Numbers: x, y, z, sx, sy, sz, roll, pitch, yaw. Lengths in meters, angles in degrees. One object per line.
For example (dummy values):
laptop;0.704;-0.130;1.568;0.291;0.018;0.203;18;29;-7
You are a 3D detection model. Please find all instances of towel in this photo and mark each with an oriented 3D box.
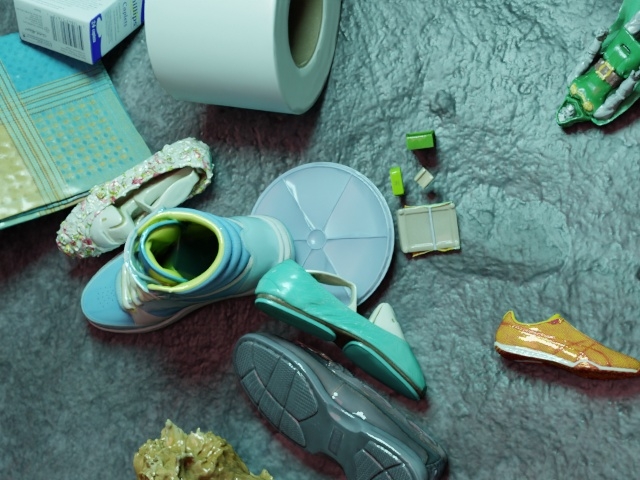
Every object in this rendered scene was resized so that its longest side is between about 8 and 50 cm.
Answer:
towel;-0.439;-0.140;1.550;0.370;0.040;0.271;-22;73;-23

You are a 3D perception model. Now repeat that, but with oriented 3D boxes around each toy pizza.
toy pizza;0.000;0.000;1.498;0.201;0.032;0.201;-3;82;19

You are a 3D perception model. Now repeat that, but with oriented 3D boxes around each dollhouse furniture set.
dollhouse furniture set;0.130;-0.060;1.475;0.076;0.058;0.152;-8;98;8

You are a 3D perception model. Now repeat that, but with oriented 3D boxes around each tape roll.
tape roll;-0.092;-0.288;1.462;0.169;0.246;0.246;8;84;17

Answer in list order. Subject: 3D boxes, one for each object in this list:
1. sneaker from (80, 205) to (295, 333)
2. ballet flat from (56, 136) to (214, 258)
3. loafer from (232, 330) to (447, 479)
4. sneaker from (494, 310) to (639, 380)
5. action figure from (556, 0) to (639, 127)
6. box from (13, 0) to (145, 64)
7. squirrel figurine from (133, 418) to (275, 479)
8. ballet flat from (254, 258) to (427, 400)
sneaker;-0.213;0.034;1.454;0.319;0.208;0.127;-21;76;24
ballet flat;-0.241;-0.048;1.533;0.241;0.091;0.077;-38;40;0
loafer;0.023;0.212;1.442;0.302;0.095;0.109;37;123;23
sneaker;0.293;0.122;1.377;0.175;0.064;0.067;15;76;16
action figure;0.362;-0.219;1.384;0.232;0.063;0.137;-50;59;27
box;-0.323;-0.316;1.591;0.126;0.072;0.137;21;46;19
squirrel figurine;-0.176;0.430;1.398;0.370;0.281;0.397;9;69;28
ballet flat;0.040;0.099;1.421;0.247;0.083;0.087;32;70;-6
